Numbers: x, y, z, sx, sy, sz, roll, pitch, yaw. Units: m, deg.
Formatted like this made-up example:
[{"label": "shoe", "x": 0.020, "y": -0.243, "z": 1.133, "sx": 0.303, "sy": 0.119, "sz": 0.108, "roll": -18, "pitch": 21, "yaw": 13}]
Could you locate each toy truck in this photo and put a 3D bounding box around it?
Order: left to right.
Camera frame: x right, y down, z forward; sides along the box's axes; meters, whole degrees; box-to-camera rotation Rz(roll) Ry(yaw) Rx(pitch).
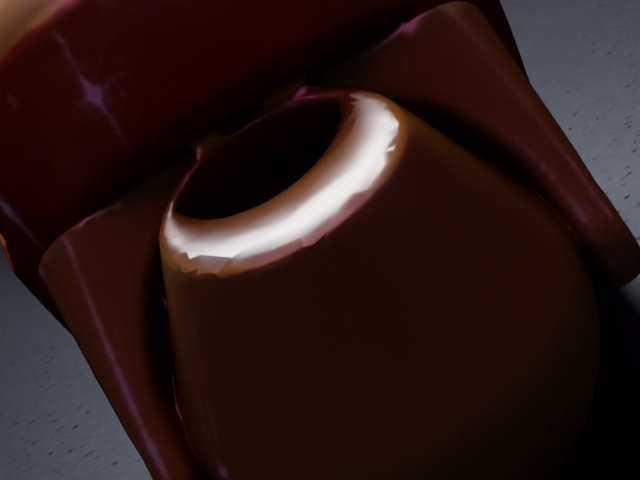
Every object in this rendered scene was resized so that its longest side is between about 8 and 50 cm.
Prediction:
[{"label": "toy truck", "x": 0.000, "y": 0.000, "z": 0.517, "sx": 0.189, "sy": 0.239, "sz": 0.265, "roll": -31, "pitch": -21, "yaw": 1}]
